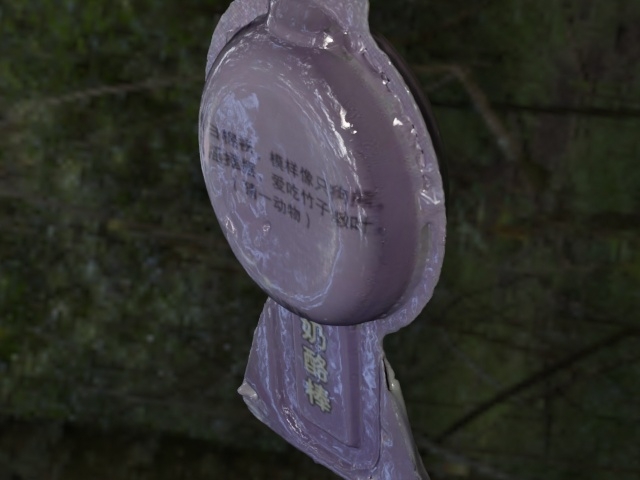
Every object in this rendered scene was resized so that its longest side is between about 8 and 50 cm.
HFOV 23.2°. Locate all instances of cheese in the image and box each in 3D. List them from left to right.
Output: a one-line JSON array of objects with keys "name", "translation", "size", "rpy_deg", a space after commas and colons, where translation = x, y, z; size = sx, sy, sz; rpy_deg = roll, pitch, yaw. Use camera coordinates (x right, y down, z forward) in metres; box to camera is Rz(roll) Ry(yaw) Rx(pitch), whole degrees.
[{"name": "cheese", "translation": [0.000, 0.000, 0.492], "size": [0.105, 0.042, 0.191], "rpy_deg": [30, 134, 37]}]
